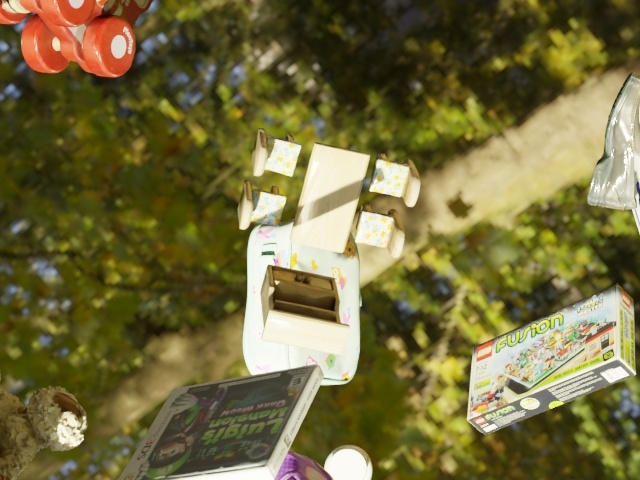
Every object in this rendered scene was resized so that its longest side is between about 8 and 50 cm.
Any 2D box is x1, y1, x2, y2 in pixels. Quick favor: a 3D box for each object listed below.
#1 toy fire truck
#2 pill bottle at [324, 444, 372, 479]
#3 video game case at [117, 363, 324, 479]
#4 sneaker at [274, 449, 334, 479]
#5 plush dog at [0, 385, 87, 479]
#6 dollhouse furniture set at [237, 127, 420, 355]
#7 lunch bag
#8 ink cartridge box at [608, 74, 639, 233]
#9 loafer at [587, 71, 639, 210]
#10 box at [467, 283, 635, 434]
[{"bbox_3d":[-0.391,-0.418,2.340,0.302,0.169,0.254,54,-129,-48],"label":"toy fire truck"},{"bbox_3d":[0.051,0.414,2.623,0.087,0.087,0.160,56,175,12],"label":"pill bottle"},{"bbox_3d":[-0.106,0.200,1.527,0.022,0.190,0.173,65,-150,-25],"label":"video game case"},{"bbox_3d":[-0.007,0.349,1.874,0.236,0.095,0.104,47,171,32],"label":"sneaker"},{"bbox_3d":[-0.485,0.275,1.969,0.262,0.210,0.225,32,-155,14],"label":"plush dog"},{"bbox_3d":[0.000,0.000,1.884,0.212,0.242,0.161,12,-160,-9],"label":"dollhouse furniture set"},{"bbox_3d":[-0.034,0.098,2.401,0.224,0.108,0.279,10,-102,-52],"label":"lunch bag"},{"bbox_3d":[0.456,-0.111,1.976,0.224,0.045,0.223,-49,-50,-32],"label":"ink cartridge box"},{"bbox_3d":[0.369,-0.117,1.745,0.061,0.170,0.062,15,-156,11],"label":"loafer"},{"bbox_3d":[0.264,0.138,1.671,0.036,0.207,0.114,42,-142,-29],"label":"box"}]
